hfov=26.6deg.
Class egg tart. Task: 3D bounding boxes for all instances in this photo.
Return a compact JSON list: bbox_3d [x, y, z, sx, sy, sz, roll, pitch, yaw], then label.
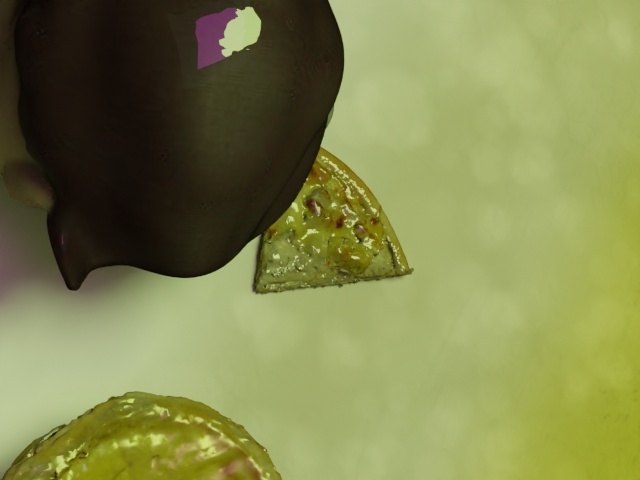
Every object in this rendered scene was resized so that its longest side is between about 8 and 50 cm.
[{"bbox_3d":[-0.096,0.174,0.723,0.191,0.074,0.191,10,70,-28],"label":"egg tart"}]

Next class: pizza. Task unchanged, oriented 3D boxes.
[{"bbox_3d":[0.000,0.000,0.860,0.123,0.026,0.108,48,60,-10],"label":"pizza"}]

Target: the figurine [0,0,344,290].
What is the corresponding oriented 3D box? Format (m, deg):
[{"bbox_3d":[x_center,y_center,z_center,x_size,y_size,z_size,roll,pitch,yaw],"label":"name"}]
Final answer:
[{"bbox_3d":[-0.166,-0.089,0.732,0.364,0.206,0.218,2,49,-5],"label":"figurine"}]
